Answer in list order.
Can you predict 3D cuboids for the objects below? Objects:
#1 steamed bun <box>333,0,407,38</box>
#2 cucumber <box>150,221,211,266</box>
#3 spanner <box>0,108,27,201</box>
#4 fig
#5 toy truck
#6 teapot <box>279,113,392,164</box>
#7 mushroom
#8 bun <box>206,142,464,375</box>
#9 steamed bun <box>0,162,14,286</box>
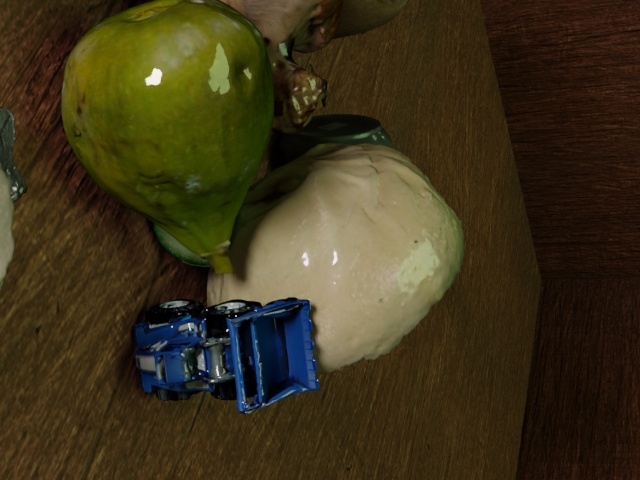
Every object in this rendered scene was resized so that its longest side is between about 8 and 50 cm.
[{"bbox_3d":[0.008,-0.381,1.806,0.301,0.251,0.199,-39,135,-61],"label":"steamed bun"},{"bbox_3d":[-0.150,-0.087,1.559,0.244,0.063,0.115,-71,144,-45],"label":"cucumber"},{"bbox_3d":[-0.320,0.024,1.136,0.093,0.026,0.326,49,44,-58],"label":"spanner"},{"bbox_3d":[-0.166,-0.107,1.321,0.233,0.233,0.314,-32,134,-67],"label":"fig"},{"bbox_3d":[-0.113,0.129,1.422,0.126,0.208,0.113,-28,113,-69],"label":"toy truck"},{"bbox_3d":[0.015,-0.066,1.901,0.203,0.171,0.225,-17,114,-37],"label":"teapot"},{"bbox_3d":[-0.095,-0.279,1.452,0.255,0.267,0.267,-80,158,-49],"label":"mushroom"},{"bbox_3d":[-0.003,-0.001,1.576,0.202,0.364,0.364,58,32,-25],"label":"bun"},{"bbox_3d":[-0.328,-0.013,1.004,0.183,0.106,0.183,-4,90,-73],"label":"steamed bun"}]
